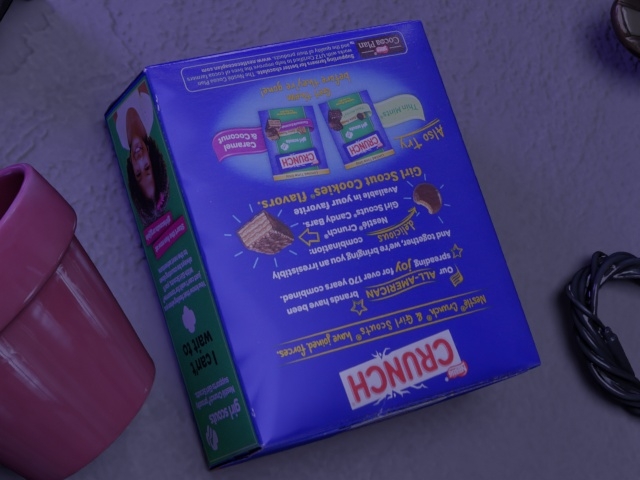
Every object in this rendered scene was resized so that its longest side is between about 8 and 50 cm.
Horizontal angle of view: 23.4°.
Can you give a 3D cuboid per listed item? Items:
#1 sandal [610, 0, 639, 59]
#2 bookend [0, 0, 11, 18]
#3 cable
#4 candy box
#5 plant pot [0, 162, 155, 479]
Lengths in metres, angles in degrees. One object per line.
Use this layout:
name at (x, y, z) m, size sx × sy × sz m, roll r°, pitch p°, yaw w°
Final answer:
sandal at (0.359, -0.216, 1.537) m, size 0.219 × 0.060 × 0.090 m, roll -19°, pitch 88°, yaw -41°
bookend at (-0.321, -0.193, 1.230) m, size 0.157 × 0.072 × 0.156 m, roll 30°, pitch 66°, yaw -13°
cable at (0.300, 0.087, 1.428) m, size 0.184 × 0.047 × 0.150 m, roll 20°, pitch 72°, yaw -19°
candy box at (0.000, 0.000, 1.280) m, size 0.268 × 0.122 × 0.317 m, roll -13°, pitch 79°, yaw -27°
plant pot at (-0.226, 0.073, 1.133) m, size 0.180 × 0.201 × 0.201 m, roll 49°, pitch 62°, yaw -20°
